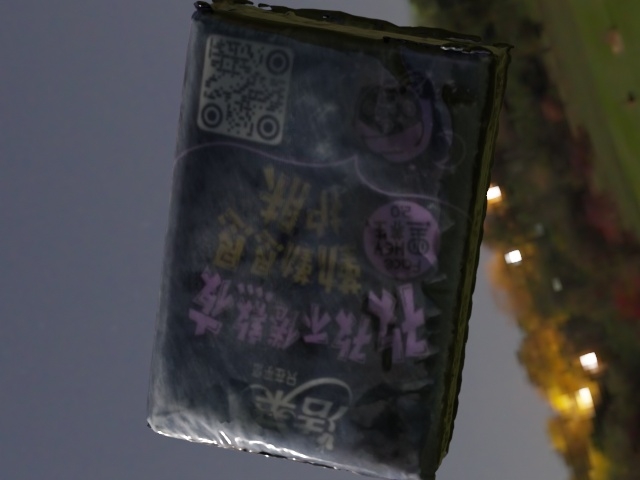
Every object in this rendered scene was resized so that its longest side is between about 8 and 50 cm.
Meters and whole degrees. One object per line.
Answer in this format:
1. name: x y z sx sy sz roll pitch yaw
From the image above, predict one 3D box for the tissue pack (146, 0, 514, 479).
1. tissue pack: 0.000 0.000 1.348 0.122 0.259 0.361 -33 -49 -70
